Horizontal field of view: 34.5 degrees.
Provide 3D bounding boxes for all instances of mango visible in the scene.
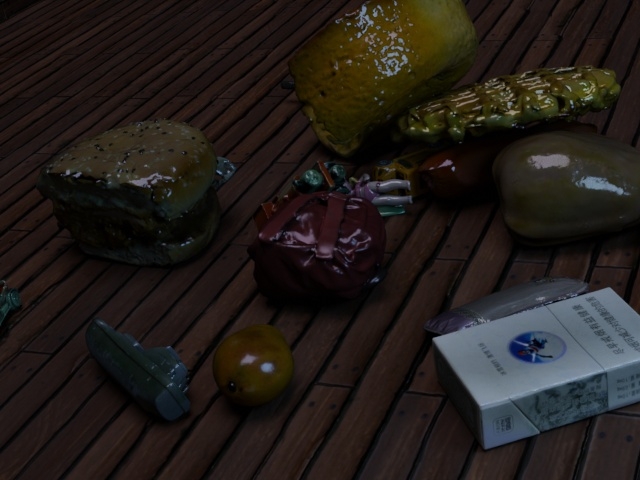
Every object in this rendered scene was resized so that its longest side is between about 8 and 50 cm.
[{"bbox_3d":[-0.093,0.166,1.403,0.111,0.089,0.163,-5,17,-12],"label":"mango"}]

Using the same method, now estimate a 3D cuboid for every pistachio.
[{"bbox_3d":[0.403,-0.094,1.621,0.261,0.163,0.212,-3,63,10],"label":"pistachio"}]

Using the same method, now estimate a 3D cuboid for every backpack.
[{"bbox_3d":[0.001,0.002,1.605,0.229,0.139,0.229,-10,32,6],"label":"backpack"}]

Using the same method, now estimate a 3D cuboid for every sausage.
[{"bbox_3d":[0.332,-0.146,1.807,0.348,0.094,0.097,-15,16,-18],"label":"sausage"}]

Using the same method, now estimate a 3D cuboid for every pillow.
[{"bbox_3d":[0.259,0.092,1.434,0.233,0.038,0.131,-19,6,-14],"label":"pillow"}]

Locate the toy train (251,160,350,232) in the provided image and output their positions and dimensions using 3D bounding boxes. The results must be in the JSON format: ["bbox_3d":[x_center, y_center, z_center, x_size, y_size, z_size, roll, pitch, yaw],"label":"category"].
[{"bbox_3d":[-0.030,-0.068,1.736,0.118,0.176,0.074,-13,68,-37],"label":"toy train"}]

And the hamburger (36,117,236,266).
[{"bbox_3d":[-0.318,-0.094,1.843,0.318,0.195,0.277,7,35,25],"label":"hamburger"}]

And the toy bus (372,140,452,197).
[{"bbox_3d":[0.175,-0.119,1.840,0.162,0.069,0.074,-21,31,-20],"label":"toy bus"}]

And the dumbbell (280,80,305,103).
[{"bbox_3d":[0.018,-0.338,2.281,0.254,0.081,0.081,10,35,32],"label":"dumbbell"}]

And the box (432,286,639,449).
[{"bbox_3d":[0.290,0.156,1.299,0.256,0.069,0.164,-15,28,-9],"label":"box"}]

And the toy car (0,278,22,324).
[{"bbox_3d":[-0.545,0.120,1.675,0.073,0.054,0.143,-6,28,10],"label":"toy car"}]

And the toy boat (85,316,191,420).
[{"bbox_3d":[-0.262,0.168,1.461,0.085,0.078,0.260,-42,39,-17],"label":"toy boat"}]

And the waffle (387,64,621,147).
[{"bbox_3d":[0.326,-0.237,1.824,0.380,0.095,0.382,0,16,43],"label":"waffle"}]

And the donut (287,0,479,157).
[{"bbox_3d":[0.131,-0.313,1.907,0.378,0.163,0.435,-35,-8,6],"label":"donut"}]

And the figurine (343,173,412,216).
[{"bbox_3d":[0.077,-0.080,1.811,0.187,0.083,0.083,-3,29,27],"label":"figurine"}]
